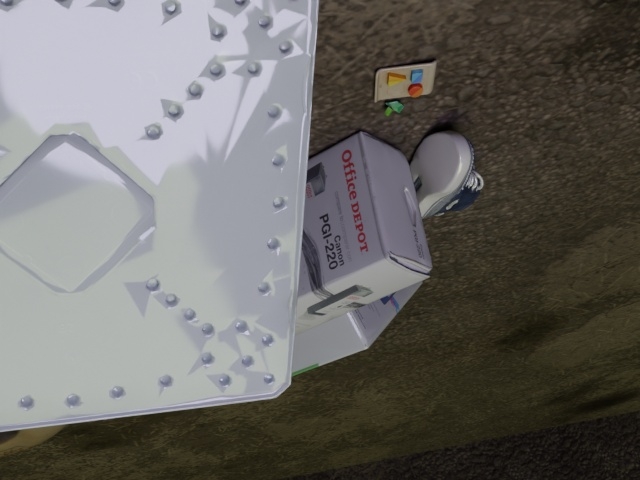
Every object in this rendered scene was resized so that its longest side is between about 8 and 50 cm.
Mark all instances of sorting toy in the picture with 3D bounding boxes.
[{"bbox_3d":[0.084,-0.149,1.048,0.062,0.012,0.083,-11,157,-3],"label":"sorting toy"}]

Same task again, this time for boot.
[{"bbox_3d":[0.151,-0.077,1.200,0.086,0.069,0.190,-12,167,-20],"label":"boot"}]

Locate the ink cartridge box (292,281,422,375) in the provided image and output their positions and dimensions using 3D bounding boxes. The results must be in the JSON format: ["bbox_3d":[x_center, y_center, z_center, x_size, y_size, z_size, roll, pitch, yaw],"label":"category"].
[{"bbox_3d":[0.018,0.079,1.332,0.154,0.093,0.212,-25,-174,30],"label":"ink cartridge box"}]

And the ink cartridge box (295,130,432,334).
[{"bbox_3d":[0.000,0.000,1.168,0.218,0.158,0.092,-25,152,28],"label":"ink cartridge box"}]

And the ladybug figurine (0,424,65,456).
[{"bbox_3d":[-0.497,0.172,1.320,0.305,0.161,0.449,-21,156,18],"label":"ladybug figurine"}]

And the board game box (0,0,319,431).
[{"bbox_3d":[-0.205,-0.028,0.845,0.390,0.050,0.389,-4,117,-18],"label":"board game box"}]
